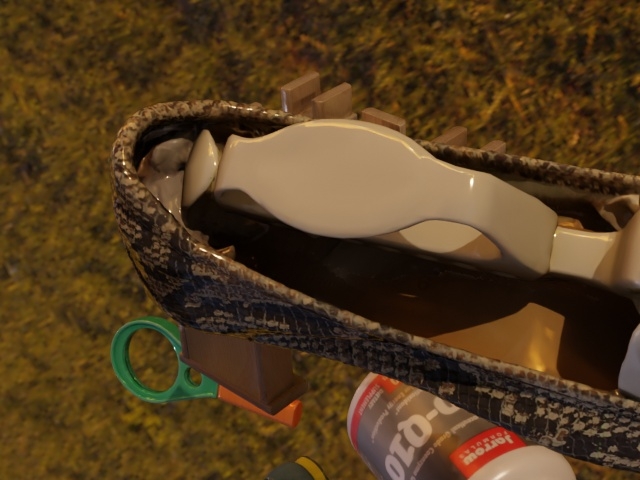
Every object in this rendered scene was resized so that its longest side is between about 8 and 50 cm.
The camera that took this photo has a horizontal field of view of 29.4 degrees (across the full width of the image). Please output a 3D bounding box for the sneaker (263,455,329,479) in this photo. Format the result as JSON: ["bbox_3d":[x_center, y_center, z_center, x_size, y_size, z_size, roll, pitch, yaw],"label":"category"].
[{"bbox_3d":[-0.044,0.292,1.134,0.069,0.082,0.209,36,135,35],"label":"sneaker"}]

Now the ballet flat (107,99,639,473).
[{"bbox_3d":[0.104,0.016,0.645,0.483,0.164,0.182,13,159,13],"label":"ballet flat"}]

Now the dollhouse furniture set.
[{"bbox_3d":[0.000,0.000,0.997,0.212,0.242,0.161,25,133,36],"label":"dollhouse furniture set"}]

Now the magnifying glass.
[{"bbox_3d":[-0.124,0.145,1.279,0.231,0.026,0.092,17,108,23],"label":"magnifying glass"}]

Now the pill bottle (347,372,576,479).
[{"bbox_3d":[0.160,0.244,1.254,0.283,0.161,0.161,45,145,49],"label":"pill bottle"}]
